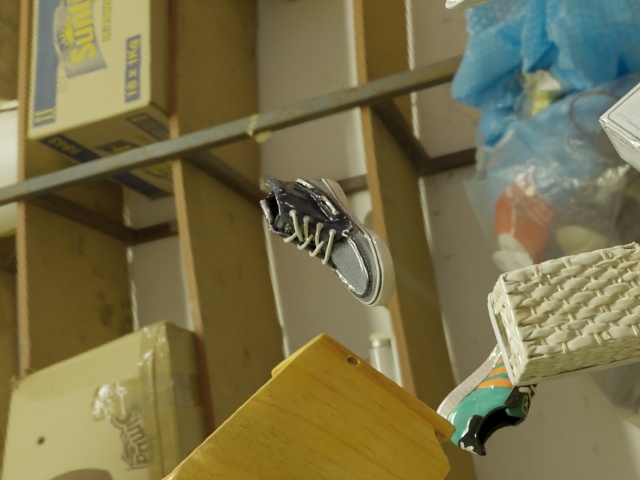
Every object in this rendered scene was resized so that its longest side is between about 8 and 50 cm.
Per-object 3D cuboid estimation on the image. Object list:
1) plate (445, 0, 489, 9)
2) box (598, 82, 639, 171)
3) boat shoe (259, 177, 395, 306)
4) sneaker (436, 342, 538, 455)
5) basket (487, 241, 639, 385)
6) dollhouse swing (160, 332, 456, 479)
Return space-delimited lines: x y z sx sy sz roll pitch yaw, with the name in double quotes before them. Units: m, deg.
"plate" 0.260 -0.350 0.664 0.045 0.277 0.278 37 -115 -21
"box" 0.483 -0.172 0.799 0.087 0.290 0.169 40 -169 -41
"boat shoe" 0.000 0.000 1.336 0.341 0.158 0.127 56 136 48
"sneaker" 0.353 0.265 1.320 0.121 0.302 0.108 39 173 46
"basket" 0.278 0.081 0.788 0.103 0.167 0.113 65 -168 -67
"dollhouse swing" -0.066 0.346 0.933 0.347 0.315 0.305 -36 -24 -53
